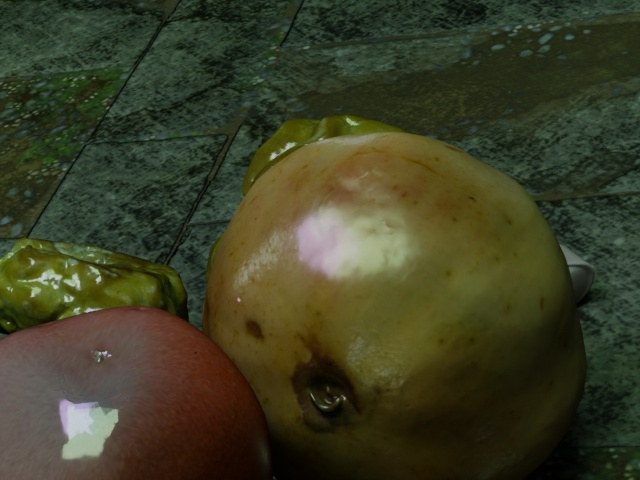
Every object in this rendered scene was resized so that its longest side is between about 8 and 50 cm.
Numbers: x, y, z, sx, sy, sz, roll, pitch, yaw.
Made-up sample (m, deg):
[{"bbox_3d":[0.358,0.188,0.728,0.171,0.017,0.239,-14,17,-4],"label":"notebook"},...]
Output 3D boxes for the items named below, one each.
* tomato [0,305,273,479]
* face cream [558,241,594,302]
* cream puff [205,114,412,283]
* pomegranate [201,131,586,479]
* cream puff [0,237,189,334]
[{"bbox_3d":[-0.217,0.204,1.661,0.342,0.272,0.341,-1,46,1],"label":"tomato"},{"bbox_3d":[0.218,0.008,2.192,0.107,0.073,0.269,-30,34,-13],"label":"face cream"},{"bbox_3d":[0.004,-0.004,2.121,0.323,0.274,0.270,14,32,43],"label":"cream puff"},{"bbox_3d":[0.073,0.081,1.847,0.412,0.411,0.411,-11,32,7],"label":"pomegranate"},{"bbox_3d":[-0.293,0.101,2.161,0.282,0.185,0.282,10,7,-1],"label":"cream puff"}]
